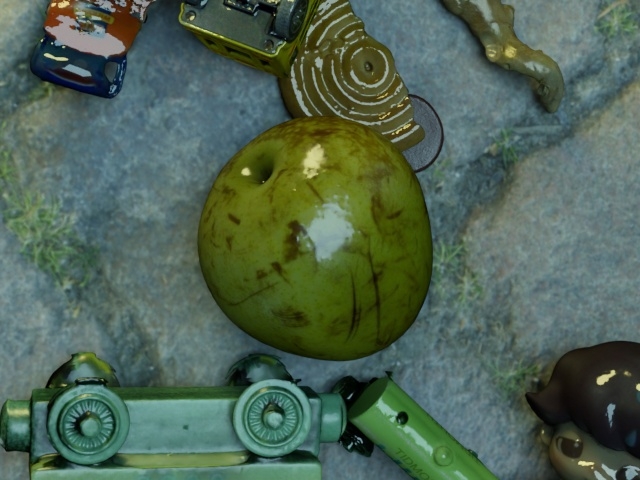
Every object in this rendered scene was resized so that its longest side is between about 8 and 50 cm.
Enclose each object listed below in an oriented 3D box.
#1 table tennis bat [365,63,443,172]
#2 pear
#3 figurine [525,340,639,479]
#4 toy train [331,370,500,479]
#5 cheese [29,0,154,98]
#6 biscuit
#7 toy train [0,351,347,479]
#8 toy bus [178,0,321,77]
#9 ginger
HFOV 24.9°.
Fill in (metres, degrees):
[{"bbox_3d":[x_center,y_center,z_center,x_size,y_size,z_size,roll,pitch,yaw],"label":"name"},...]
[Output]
[{"bbox_3d":[0.094,-0.156,1.807,0.098,0.019,0.155,-33,99,-13],"label":"table tennis bat"},{"bbox_3d":[0.000,0.000,1.657,0.283,0.283,0.284,1,88,-15],"label":"pear"},{"bbox_3d":[0.325,0.284,1.763,0.365,0.218,0.206,-53,138,-9],"label":"figurine"},{"bbox_3d":[0.123,0.253,1.728,0.253,0.157,0.105,43,75,-8],"label":"toy train"},{"bbox_3d":[-0.239,-0.328,1.664,0.217,0.129,0.329,18,84,-13],"label":"cheese"},{"bbox_3d":[0.023,-0.194,1.768,0.144,0.033,0.224,-27,92,-3],"label":"biscuit"},{"bbox_3d":[-0.165,0.263,1.651,0.397,0.160,0.253,1,96,-12],"label":"toy train"},{"bbox_3d":[-0.034,-0.367,1.703,0.144,0.152,0.330,22,83,14],"label":"toy bus"},{"bbox_3d":[0.219,-0.281,1.824,0.089,0.075,0.288,-44,95,-18],"label":"ginger"}]
